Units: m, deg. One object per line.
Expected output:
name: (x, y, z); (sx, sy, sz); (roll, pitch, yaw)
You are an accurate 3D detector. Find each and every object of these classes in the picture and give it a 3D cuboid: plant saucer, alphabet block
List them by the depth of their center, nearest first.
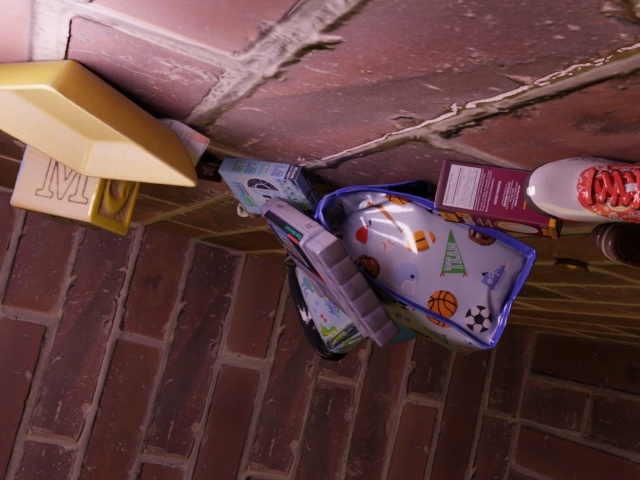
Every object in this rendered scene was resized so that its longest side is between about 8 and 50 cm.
plant saucer: (-0.407, -0.203, 1.251); (0.332, 0.081, 0.332); (8, 164, 36)
alphabet block: (-0.539, -0.134, 1.687); (0.197, 0.193, 0.192); (11, 174, 13)
plant saucer: (0.604, 0.059, 1.799); (0.083, 0.015, 0.083); (12, 172, 2)

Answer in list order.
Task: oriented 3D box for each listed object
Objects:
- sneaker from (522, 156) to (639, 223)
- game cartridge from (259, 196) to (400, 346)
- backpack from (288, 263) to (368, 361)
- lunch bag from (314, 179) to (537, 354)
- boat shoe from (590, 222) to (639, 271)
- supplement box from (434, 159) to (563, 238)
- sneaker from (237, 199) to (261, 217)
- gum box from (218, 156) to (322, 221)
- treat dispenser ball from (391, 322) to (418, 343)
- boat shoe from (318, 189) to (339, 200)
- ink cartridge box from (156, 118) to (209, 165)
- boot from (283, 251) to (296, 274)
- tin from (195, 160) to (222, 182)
sneaker: (0.400, -0.068, 0.928); (0.270, 0.090, 0.145); (9, 171, 4)
game cartridge: (0.001, 0.046, 1.395); (0.230, 0.068, 0.355); (51, 173, -24)
backpack: (0.095, 0.105, 1.855); (0.355, 0.290, 0.273); (-26, 161, 21)
lunch bag: (0.175, 0.039, 1.438); (0.385, 0.239, 0.328); (25, 169, 8)
boat shoe: (0.590, 0.020, 1.306); (0.257, 0.095, 0.095); (22, -176, -16)
supplement box: (0.285, -0.064, 1.178); (0.188, 0.081, 0.104); (11, 172, 22)
sneaker: (-0.135, -0.091, 1.696); (0.064, 0.086, 0.192); (17, 171, -30)
gum box: (-0.097, -0.103, 1.543); (0.184, 0.041, 0.157); (9, 153, 26)
treat dispenser ball: (0.195, 0.143, 2.090); (0.288, 0.288, 0.288); (13, 173, 2)
boat shoe: (0.022, -0.066, 1.672); (0.077, 0.070, 0.219); (15, 172, -16)
ink cartridge box: (-0.297, -0.205, 1.386); (0.179, 0.045, 0.145); (33, 169, -10)
boot: (-0.002, -0.001, 2.137); (0.236, 0.085, 0.179); (-24, -153, 6)
tin: (-0.276, -0.153, 1.551); (0.106, 0.040, 0.189); (13, -176, 22)
